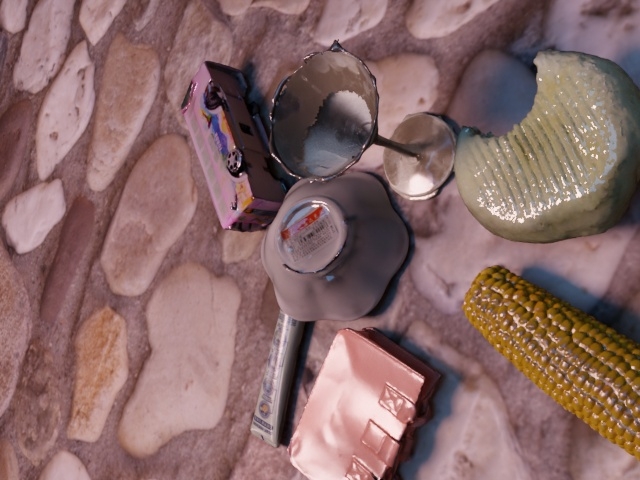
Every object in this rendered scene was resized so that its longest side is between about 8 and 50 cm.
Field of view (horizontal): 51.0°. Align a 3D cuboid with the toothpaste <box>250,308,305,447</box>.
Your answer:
[{"bbox_3d":[-0.057,0.180,0.980,0.062,0.039,0.239,15,93,40],"label":"toothpaste"}]

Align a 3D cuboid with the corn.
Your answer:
[{"bbox_3d":[0.277,0.133,0.691,0.310,0.101,0.101,34,104,34],"label":"corn"}]

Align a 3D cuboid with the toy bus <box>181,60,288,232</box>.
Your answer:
[{"bbox_3d":[-0.141,-0.150,1.065,0.112,0.090,0.274,-41,59,36],"label":"toy bus"}]

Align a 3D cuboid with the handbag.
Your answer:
[{"bbox_3d":[0.055,0.234,0.873,0.157,0.059,0.212,29,103,38],"label":"handbag"}]

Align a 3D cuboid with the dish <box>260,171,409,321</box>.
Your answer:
[{"bbox_3d":[0.000,0.000,0.911,0.229,0.081,0.229,-8,73,26],"label":"dish"}]

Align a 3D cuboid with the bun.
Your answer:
[{"bbox_3d":[0.254,-0.097,0.727,0.212,0.126,0.203,-11,77,44],"label":"bun"}]

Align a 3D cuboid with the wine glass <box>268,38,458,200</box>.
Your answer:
[{"bbox_3d":[0.067,-0.124,0.808,0.156,0.232,0.156,-5,82,37],"label":"wine glass"}]
